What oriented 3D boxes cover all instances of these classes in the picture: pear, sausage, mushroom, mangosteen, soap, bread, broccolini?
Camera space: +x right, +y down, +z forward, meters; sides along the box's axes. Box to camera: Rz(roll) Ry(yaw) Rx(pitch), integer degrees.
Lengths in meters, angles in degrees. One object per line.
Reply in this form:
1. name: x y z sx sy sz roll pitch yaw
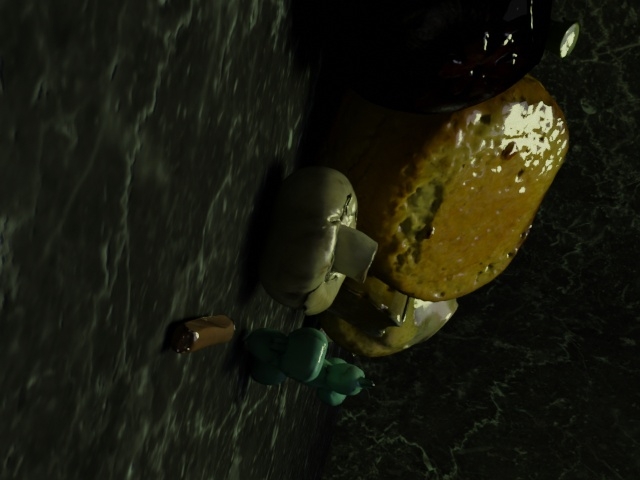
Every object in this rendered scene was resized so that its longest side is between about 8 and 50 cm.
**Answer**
1. pear: 0.104 0.077 1.405 0.271 0.271 0.271 13 90 -83
2. sausage: -0.092 0.073 0.623 0.116 0.026 0.026 18 85 -82
3. mushroom: 0.000 0.000 0.826 0.154 0.122 0.154 17 90 -77
4. mangosteen: 0.120 -0.273 0.806 0.287 0.233 0.288 -7 98 -63
5. soap: 0.075 0.002 1.225 0.080 0.160 0.258 -41 -158 47
6. bread: 0.164 -0.096 1.048 0.336 0.204 0.358 -4 123 -39
7. broccolini: 0.192 -0.331 0.985 0.074 0.392 0.078 -50 139 12

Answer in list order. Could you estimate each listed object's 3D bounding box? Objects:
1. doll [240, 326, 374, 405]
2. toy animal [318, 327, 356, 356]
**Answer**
1. doll: -0.021 0.135 0.883 0.158 0.159 0.059 -34 -144 67
2. toy animal: 0.046 0.154 1.589 0.219 0.095 0.155 -69 174 -53
